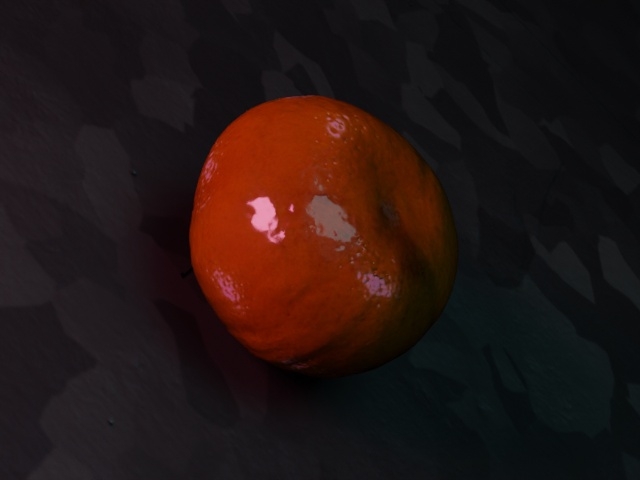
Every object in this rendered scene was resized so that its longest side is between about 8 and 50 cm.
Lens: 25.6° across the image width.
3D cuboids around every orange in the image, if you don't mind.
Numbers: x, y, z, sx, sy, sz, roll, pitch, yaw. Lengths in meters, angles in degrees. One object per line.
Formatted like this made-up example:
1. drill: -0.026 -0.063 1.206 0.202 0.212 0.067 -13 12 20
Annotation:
1. orange: 0.000 0.000 1.132 0.240 0.171 0.240 28 47 -35
